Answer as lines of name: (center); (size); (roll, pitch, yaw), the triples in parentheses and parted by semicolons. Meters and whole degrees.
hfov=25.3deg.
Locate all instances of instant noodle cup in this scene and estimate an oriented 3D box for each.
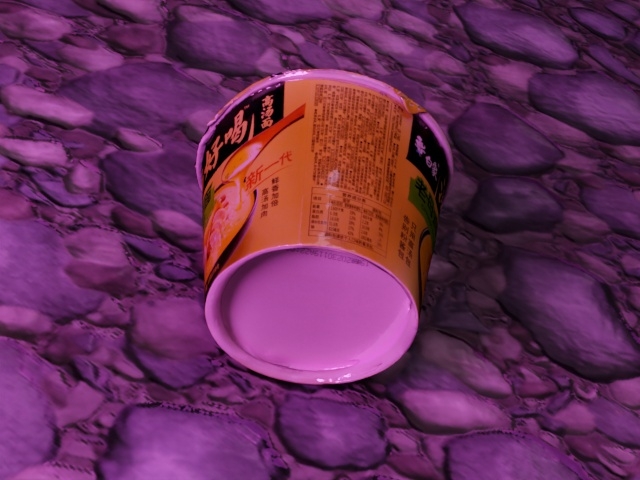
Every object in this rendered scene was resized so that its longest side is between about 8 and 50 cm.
instant noodle cup: (0.000, 0.000, 0.789); (0.151, 0.151, 0.122); (13, 47, -12)
